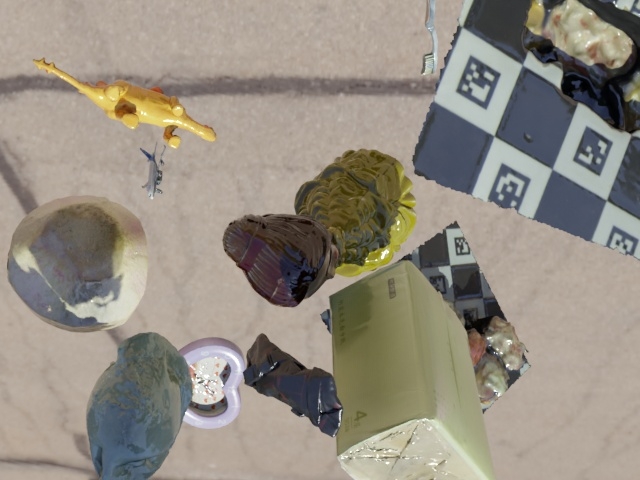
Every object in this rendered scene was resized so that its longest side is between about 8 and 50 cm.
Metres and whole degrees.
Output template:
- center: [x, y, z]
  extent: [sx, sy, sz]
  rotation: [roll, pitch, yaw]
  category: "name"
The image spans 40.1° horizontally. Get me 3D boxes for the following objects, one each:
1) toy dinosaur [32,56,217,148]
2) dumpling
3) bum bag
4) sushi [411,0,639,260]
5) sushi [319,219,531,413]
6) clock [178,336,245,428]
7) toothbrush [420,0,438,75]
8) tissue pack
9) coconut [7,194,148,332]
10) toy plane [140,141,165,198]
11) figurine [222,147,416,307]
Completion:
- center: [-0.287, -0.208, 1.302]
  extent: [0.288, 0.117, 0.070]
  rotation: [19, 101, -22]
  category: "toy dinosaur"
- center: [-0.234, 0.233, 1.175]
  extent: [0.152, 0.219, 0.108]
  rotation: [9, -175, -25]
  category: "dumpling"
- center: [-0.025, 0.123, 0.761]
  extent: [0.124, 0.058, 0.034]
  rotation: [23, -157, 38]
  category: "bum bag"
- center: [0.159, -0.094, 0.529]
  extent: [0.215, 0.192, 0.050]
  rotation: [20, 175, -22]
  category: "sushi"
- center: [0.187, 0.151, 1.309]
  extent: [0.292, 0.294, 0.059]
  rotation: [60, 151, -10]
  category: "sushi"
- center: [-0.239, 0.275, 1.732]
  extent: [0.172, 0.064, 0.198]
  rotation: [3, 114, -9]
  category: "clock"
- center: [0.228, -0.479, 1.805]
  extent: [0.037, 0.028, 0.375]
  rotation: [-16, 146, -6]
  category: "toothbrush"
- center: [0.095, 0.160, 0.953]
  extent: [0.125, 0.234, 0.159]
  rotation: [-26, 125, 19]
  category: "tissue pack"
- center: [-0.434, 0.045, 1.594]
  extent: [0.259, 0.259, 0.259]
  rotation: [4, 146, 3]
  category: "coconut"
- center: [-0.207, -0.083, 1.086]
  extent: [0.024, 0.084, 0.078]
  rotation: [8, 138, -32]
  category: "toy plane"
- center: [0.003, 0.003, 1.109]
  extent: [0.187, 0.315, 0.168]
  rotation: [-31, 94, 25]
  category: "figurine"
